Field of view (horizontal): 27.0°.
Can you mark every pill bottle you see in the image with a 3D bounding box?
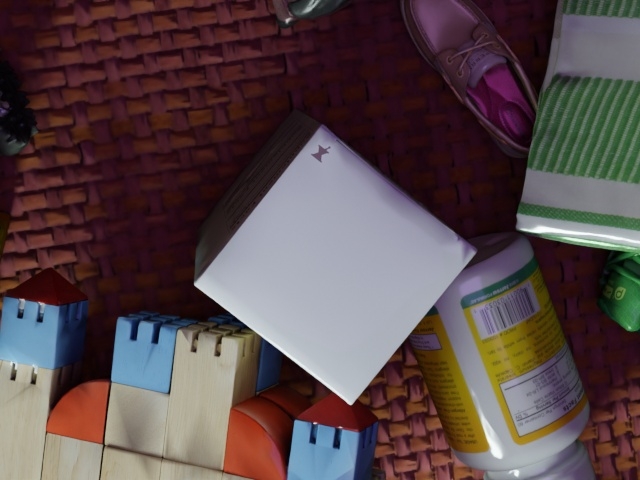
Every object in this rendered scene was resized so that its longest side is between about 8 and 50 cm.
[{"bbox_3d":[0.143,0.108,1.056,0.118,0.117,0.208,-22,99,-1],"label":"pill bottle"}]

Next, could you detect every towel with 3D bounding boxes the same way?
[{"bbox_3d":[0.288,-0.145,0.988,0.248,0.038,0.325,9,83,23],"label":"towel"}]

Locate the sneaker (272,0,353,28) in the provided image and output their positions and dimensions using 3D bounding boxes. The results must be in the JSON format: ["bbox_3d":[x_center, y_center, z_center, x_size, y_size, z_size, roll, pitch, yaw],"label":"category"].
[{"bbox_3d":[-0.055,-0.243,1.001,0.281,0.106,0.162,12,119,8],"label":"sneaker"}]

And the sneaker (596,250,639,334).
[{"bbox_3d":[0.278,0.016,1.057,0.123,0.109,0.295,-16,98,-3],"label":"sneaker"}]

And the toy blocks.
[{"bbox_3d":[-0.100,0.166,1.000,0.381,0.191,0.261,10,96,18],"label":"toy blocks"}]

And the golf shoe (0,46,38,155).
[{"bbox_3d":[-0.338,-0.140,1.004,0.273,0.105,0.120,38,109,-3],"label":"golf shoe"}]

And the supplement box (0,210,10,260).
[{"bbox_3d":[-0.346,0.070,0.890,0.194,0.356,0.195,15,97,-7],"label":"supplement box"}]

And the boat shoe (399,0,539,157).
[{"bbox_3d":[0.127,-0.137,1.048,0.063,0.059,0.170,-40,99,2],"label":"boat shoe"}]

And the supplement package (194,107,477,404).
[{"bbox_3d":[0.000,0.000,0.964,0.139,0.244,0.134,38,94,-8],"label":"supplement package"}]
